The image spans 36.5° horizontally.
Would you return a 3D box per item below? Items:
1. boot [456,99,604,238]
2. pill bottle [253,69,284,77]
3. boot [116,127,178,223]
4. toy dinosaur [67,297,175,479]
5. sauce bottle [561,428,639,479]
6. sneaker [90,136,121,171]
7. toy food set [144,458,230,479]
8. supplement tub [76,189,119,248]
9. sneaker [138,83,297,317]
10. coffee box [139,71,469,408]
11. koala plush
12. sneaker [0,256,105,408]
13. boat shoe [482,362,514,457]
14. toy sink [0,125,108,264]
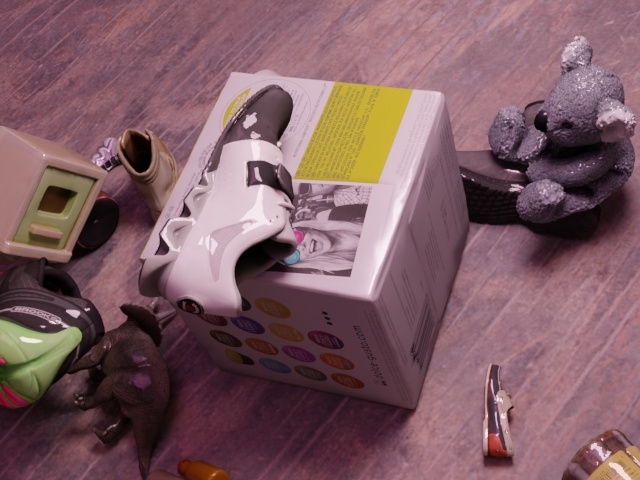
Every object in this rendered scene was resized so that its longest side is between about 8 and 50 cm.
[{"bbox_3d":[0.310,-0.137,1.572,0.338,0.118,0.222,17,59,13],"label":"boot"},{"bbox_3d":[-0.041,-0.205,1.694,0.121,0.121,0.221,-41,56,-14],"label":"pill bottle"},{"bbox_3d":[-0.306,-0.148,1.698,0.077,0.165,0.213,-21,55,-1],"label":"boot"},{"bbox_3d":[-0.291,0.209,1.478,0.160,0.121,0.313,-29,48,11],"label":"toy dinosaur"},{"bbox_3d":[0.439,0.384,1.161,0.111,0.111,0.344,-34,54,-9],"label":"sauce bottle"},{"bbox_3d":[-0.383,-0.151,1.801,0.069,0.038,0.098,8,59,21],"label":"sneaker"},{"bbox_3d":[-0.232,0.404,1.342,0.104,0.111,0.232,3,63,54],"label":"toy food set"},{"bbox_3d":[-0.458,-0.069,1.724,0.198,0.106,0.106,27,67,29],"label":"supplement tub"},{"bbox_3d":[-0.081,-0.043,1.191,0.146,0.122,0.330,21,63,8],"label":"sneaker"},{"bbox_3d":[0.000,0.000,1.406,0.334,0.337,0.338,9,60,21],"label":"coffee box"},{"bbox_3d":[0.371,-0.169,1.387,0.203,0.221,0.196,-12,56,-8],"label":"koala plush"},{"bbox_3d":[-0.478,0.125,1.510,0.202,0.185,0.483,-30,27,-29],"label":"sneaker"},{"bbox_3d":[0.249,0.236,1.354,0.043,0.049,0.137,0,58,11],"label":"boat shoe"},{"bbox_3d":[-0.478,-0.044,1.583,0.131,0.153,0.234,31,97,29],"label":"toy sink"}]
